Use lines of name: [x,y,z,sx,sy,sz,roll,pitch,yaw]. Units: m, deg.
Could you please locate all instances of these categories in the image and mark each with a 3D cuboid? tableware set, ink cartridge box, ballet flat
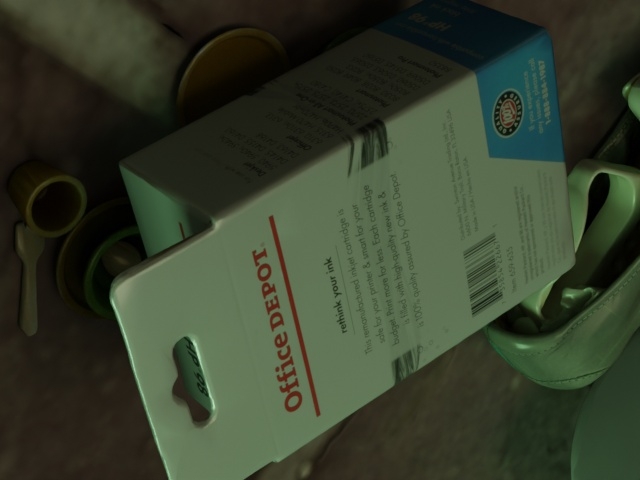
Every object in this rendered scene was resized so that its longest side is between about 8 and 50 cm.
tableware set: [-0.037,-0.022,0.549,0.154,0.024,0.104,-16,124,-32]
ink cartridge box: [0.000,0.000,0.534,0.180,0.060,0.104,-30,129,-24]
ballet flat: [0.143,-0.032,0.659,0.068,0.072,0.213,33,93,-41]

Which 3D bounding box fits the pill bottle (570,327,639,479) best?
pill bottle: [0.273,0.202,0.798,0.224,0.224,0.392,-43,135,-10]
